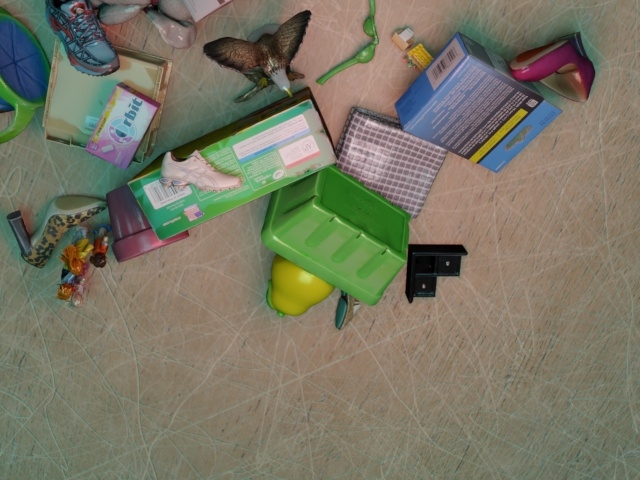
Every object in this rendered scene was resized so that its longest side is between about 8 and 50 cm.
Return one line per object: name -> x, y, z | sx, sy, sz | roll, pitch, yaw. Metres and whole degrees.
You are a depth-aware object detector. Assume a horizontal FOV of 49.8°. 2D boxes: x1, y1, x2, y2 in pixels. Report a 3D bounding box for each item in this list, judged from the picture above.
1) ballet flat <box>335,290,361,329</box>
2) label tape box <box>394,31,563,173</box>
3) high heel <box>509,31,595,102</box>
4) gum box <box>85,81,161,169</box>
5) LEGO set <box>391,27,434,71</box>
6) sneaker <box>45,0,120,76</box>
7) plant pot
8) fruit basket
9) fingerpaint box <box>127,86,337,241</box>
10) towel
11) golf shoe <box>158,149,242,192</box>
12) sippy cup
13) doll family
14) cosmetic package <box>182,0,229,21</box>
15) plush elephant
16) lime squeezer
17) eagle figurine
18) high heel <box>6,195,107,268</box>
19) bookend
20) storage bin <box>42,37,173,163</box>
ballet flat -> 0.088, 0.164, 1.975 | 0.067, 0.073, 0.206 | 0, 114, -18
label tape box -> 0.388, -0.329, 1.703 | 0.334, 0.105, 0.240 | 18, 131, -32
high heel -> 0.577, -0.389, 1.667 | 0.127, 0.377, 0.181 | -5, 108, 45
gum box -> -0.478, -0.271, 1.665 | 0.107, 0.062, 0.188 | 28, 106, -12
LEGO set -> 0.305, -0.435, 1.775 | 0.287, 0.107, 0.132 | 15, 73, -3
sneaker -> -0.554, -0.487, 1.572 | 0.104, 0.125, 0.262 | -35, 77, -25
plant pot -> -0.470, -0.058, 1.812 | 0.201, 0.201, 0.180 | -21, 93, 5
fruit basket -> 0.002, 0.024, 1.769 | 0.392, 0.282, 0.392 | 6, 139, 6
fingerpaint box -> -0.194, -0.197, 1.671 | 0.445, 0.371, 0.163 | -24, 106, 5
towel -> 0.178, -0.201, 1.821 | 0.284, 0.121, 0.235 | 17, 109, -8
golf shoe -> -0.252, -0.147, 1.460 | 0.176, 0.069, 0.086 | 5, 101, -4
sippy cup -> -0.813, -0.400, 1.660 | 0.224, 0.305, 0.240 | -15, 138, 14
doll family -> -0.649, 0.072, 1.816 | 0.118, 0.163, 0.263 | 19, 126, -27
cosmetic package -> -0.166, -0.669, 1.509 | 0.385, 0.156, 0.217 | -42, 111, -32
plush elephant -> -0.386, -0.594, 1.593 | 0.255, 0.330, 0.271 | 20, 101, -29
lime squeezer -> 0.102, -0.523, 1.748 | 0.110, 0.059, 0.310 | 30, 109, 19
eagle figurine -> -0.122, -0.434, 1.610 | 0.225, 0.298, 0.226 | 29, 85, 12
high heel -> -0.693, -0.021, 1.879 | 0.261, 0.093, 0.186 | -13, 130, -9
bookend -> 0.326, 0.094, 1.957 | 0.156, 0.072, 0.157 | 1, 110, -3
storage bin -> -0.535, -0.354, 1.732 | 0.262, 0.123, 0.260 | 14, 108, -8
